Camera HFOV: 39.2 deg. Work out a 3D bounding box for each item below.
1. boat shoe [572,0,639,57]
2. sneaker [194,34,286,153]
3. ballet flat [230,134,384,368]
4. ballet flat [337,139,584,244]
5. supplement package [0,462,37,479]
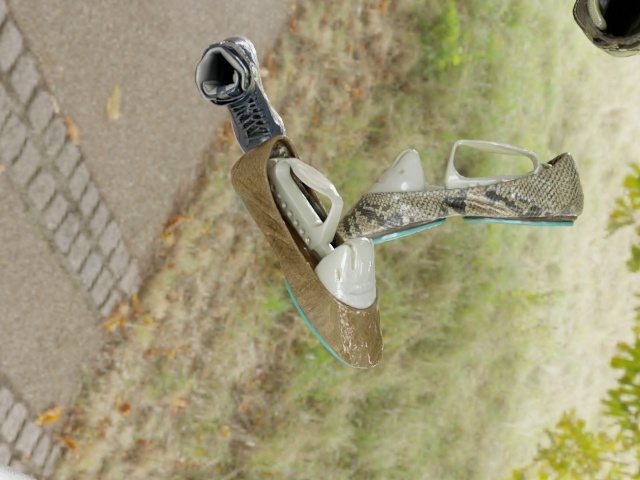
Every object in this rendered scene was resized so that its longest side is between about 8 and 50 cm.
[{"bbox_3d":[0.254,-0.192,0.736,0.080,0.073,0.223,-61,-163,17],"label":"boat shoe"},{"bbox_3d":[-0.122,-0.202,1.396,0.163,0.086,0.226,-66,137,-73],"label":"sneaker"},{"bbox_3d":[0.000,0.000,1.179,0.116,0.342,0.124,-9,151,-44],"label":"ballet flat"},{"bbox_3d":[0.242,-0.093,1.668,0.164,0.482,0.182,-93,177,-86],"label":"ballet flat"},{"bbox_3d":[-0.604,0.552,1.595,0.175,0.177,0.293,-45,-146,8],"label":"supplement package"}]
